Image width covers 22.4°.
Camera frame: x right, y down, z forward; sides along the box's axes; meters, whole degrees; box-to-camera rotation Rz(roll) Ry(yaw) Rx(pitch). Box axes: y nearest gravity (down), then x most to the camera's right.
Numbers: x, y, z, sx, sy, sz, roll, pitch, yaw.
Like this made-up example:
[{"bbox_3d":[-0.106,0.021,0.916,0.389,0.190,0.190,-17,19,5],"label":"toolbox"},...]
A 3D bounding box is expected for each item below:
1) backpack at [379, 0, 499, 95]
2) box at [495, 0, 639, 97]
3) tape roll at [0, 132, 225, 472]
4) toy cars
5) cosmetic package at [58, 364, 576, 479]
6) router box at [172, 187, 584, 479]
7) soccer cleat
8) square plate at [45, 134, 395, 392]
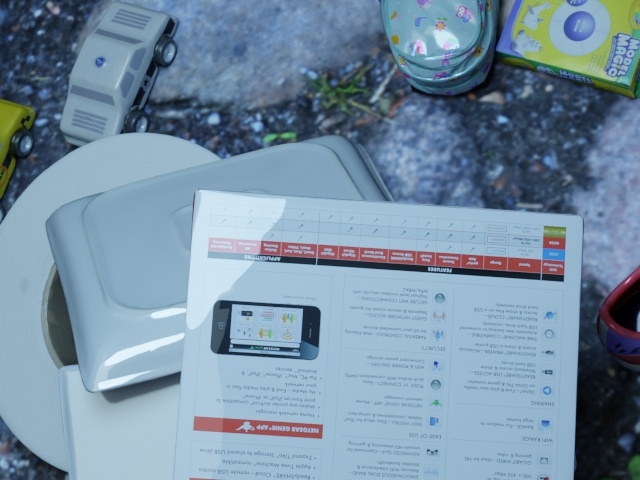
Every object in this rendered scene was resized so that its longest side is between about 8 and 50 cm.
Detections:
[{"bbox_3d":[0.124,-0.249,1.751,0.152,0.115,0.182,-9,72,17],"label":"backpack"},{"bbox_3d":[0.288,-0.219,1.722,0.179,0.043,0.105,18,82,23],"label":"box"},{"bbox_3d":[-0.205,0.074,1.789,0.392,0.072,0.392,-6,76,24],"label":"tape roll"},{"bbox_3d":[-0.332,-0.145,1.908,0.393,0.087,0.176,-32,66,9],"label":"toy cars"},{"bbox_3d":[0.002,0.175,1.546,0.453,0.230,0.161,-8,80,2],"label":"cosmetic package"},{"bbox_3d":[0.047,0.119,1.378,0.335,0.082,0.301,5,81,-1],"label":"router box"},{"bbox_3d":[0.406,0.013,1.567,0.318,0.116,0.108,-36,66,8],"label":"soccer cleat"},{"bbox_3d":[-0.084,-0.001,1.568,0.347,0.049,0.344,-15,30,-8],"label":"square plate"}]
